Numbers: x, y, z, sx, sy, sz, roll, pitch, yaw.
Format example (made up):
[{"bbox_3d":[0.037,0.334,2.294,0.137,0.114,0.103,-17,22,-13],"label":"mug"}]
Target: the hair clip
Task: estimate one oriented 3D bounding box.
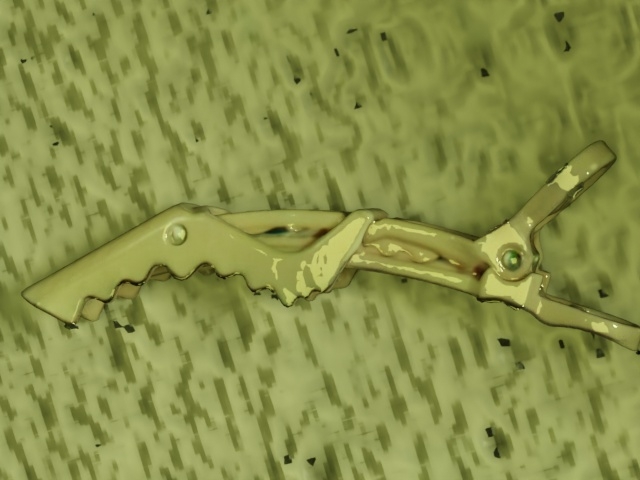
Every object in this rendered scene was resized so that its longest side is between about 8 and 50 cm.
[{"bbox_3d":[0.000,0.000,0.633,0.226,0.034,0.072,1,91,15],"label":"hair clip"}]
